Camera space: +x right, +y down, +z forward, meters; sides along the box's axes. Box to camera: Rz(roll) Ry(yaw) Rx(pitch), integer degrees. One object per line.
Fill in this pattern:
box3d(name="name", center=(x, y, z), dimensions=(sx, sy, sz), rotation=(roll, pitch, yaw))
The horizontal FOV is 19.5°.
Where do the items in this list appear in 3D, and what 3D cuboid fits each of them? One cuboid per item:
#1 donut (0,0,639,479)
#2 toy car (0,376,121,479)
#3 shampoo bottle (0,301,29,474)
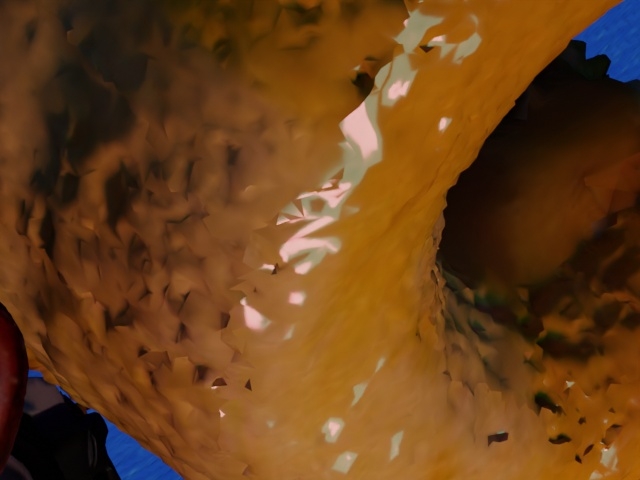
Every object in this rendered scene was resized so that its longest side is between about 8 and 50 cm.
box3d(name="donut", center=(0.064, -0.038, 0.686), dimensions=(0.378, 0.163, 0.435), rotation=(-30, 141, -23))
box3d(name="toy car", center=(-0.226, 0.152, 0.807), dimensions=(0.301, 0.118, 0.193), rotation=(-29, 168, -29))
box3d(name="shampoo bottle", center=(-0.152, 0.053, 0.630), dimensions=(0.102, 0.064, 0.260), rotation=(-59, -167, -6))
